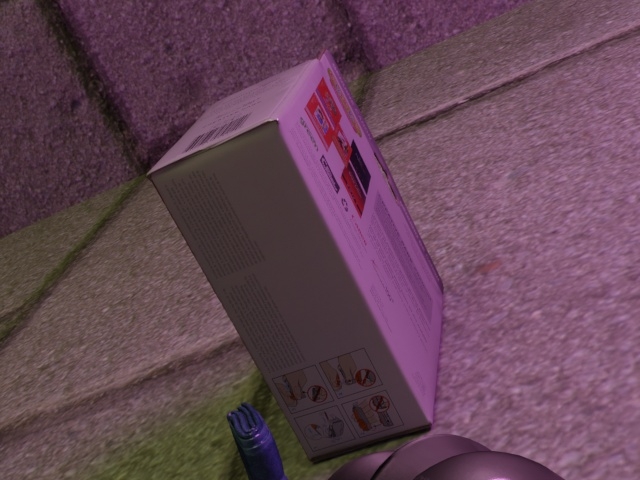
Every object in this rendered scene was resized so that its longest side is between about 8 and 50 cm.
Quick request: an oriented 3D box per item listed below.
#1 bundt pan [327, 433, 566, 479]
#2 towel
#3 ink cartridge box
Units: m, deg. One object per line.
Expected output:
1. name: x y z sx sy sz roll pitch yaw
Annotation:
1. bundt pan: 0.018 0.223 0.436 0.331 0.124 0.331 -40 16 14
2. towel: -0.040 0.193 0.767 0.029 0.119 0.067 -21 16 -12
3. ink cartridge box: 0.000 0.000 0.923 0.130 0.309 0.272 -21 19 19
